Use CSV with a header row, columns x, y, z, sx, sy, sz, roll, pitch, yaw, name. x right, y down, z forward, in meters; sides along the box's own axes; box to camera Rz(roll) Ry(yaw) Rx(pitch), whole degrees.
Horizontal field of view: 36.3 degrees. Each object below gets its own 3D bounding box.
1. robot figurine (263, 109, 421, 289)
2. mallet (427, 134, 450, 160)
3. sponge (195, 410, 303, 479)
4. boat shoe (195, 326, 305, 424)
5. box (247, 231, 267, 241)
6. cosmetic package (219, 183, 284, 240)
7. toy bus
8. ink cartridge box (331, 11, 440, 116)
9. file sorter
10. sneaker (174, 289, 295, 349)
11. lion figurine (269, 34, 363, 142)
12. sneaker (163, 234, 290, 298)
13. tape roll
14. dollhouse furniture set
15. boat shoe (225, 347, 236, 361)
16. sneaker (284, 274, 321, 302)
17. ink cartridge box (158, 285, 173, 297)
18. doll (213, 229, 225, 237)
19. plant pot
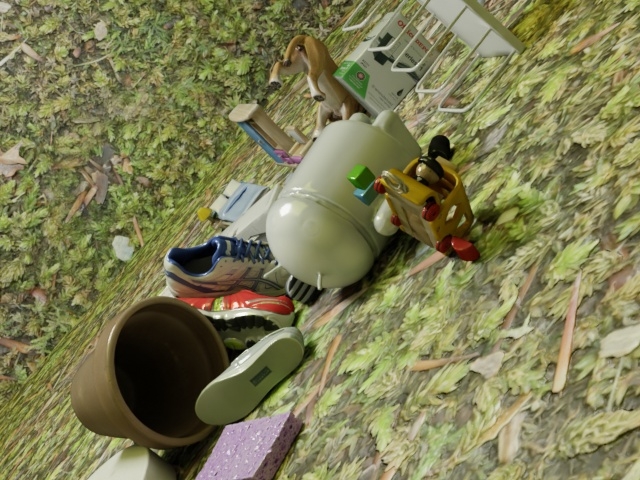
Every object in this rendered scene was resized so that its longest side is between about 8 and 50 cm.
x,y,z,sx,sy,sz,roll,pitch,yaw,name
0.039,-0.063,1.671,0.300,0.200,0.353,0,49,50,robot figurine
0.169,-0.125,1.793,0.190,0.039,0.062,-40,18,41,mallet
-0.114,0.324,1.474,0.210,0.031,0.117,-26,27,54,sponge
-0.113,0.227,1.645,0.227,0.079,0.081,-39,8,14,boat shoe
-0.146,0.064,2.137,0.183,0.056,0.231,-53,16,-19,box
-0.157,-0.021,2.325,0.231,0.085,0.117,-40,18,30,cosmetic package
0.155,-0.068,1.393,0.104,0.191,0.202,-51,16,-11,toy bus
0.156,-0.412,2.291,0.208,0.153,0.087,-50,18,-2,ink cartridge box
0.210,-0.392,1.881,0.173,0.278,0.193,-53,16,-1,file sorter
-0.172,0.143,1.829,0.279,0.107,0.118,3,31,25,sneaker
0.006,-0.389,2.374,0.142,0.392,0.240,-2,58,20,lion figurine
-0.153,0.046,1.865,0.297,0.131,0.111,-14,54,-2,sneaker
-0.398,0.526,1.679,0.392,0.072,0.392,-44,15,15,tape roll
-0.193,-0.170,2.493,0.303,0.198,0.286,-52,25,-11,dollhouse furniture set
-0.214,0.204,1.919,0.324,0.122,0.120,-44,47,-10,boat shoe
0.001,0.015,1.822,0.223,0.083,0.098,-53,11,-13,sneaker
-0.323,0.153,2.335,0.158,0.092,0.218,-49,17,-3,ink cartridge box
-0.226,-0.063,2.679,0.189,0.046,0.129,-47,15,1,doll
-0.328,0.253,1.742,0.229,0.263,0.263,-24,28,41,plant pot
